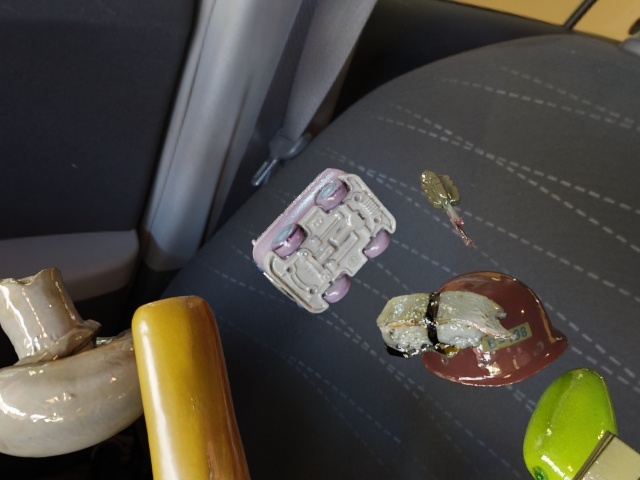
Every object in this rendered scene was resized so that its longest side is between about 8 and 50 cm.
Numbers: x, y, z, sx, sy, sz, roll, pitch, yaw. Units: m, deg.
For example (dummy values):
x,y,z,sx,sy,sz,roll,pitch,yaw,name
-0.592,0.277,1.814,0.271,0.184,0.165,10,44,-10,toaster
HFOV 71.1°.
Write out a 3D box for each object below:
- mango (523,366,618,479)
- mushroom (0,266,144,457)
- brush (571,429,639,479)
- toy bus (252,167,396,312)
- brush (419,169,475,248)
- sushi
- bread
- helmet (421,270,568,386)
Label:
x,y,z,sx,sy,sz,roll,pitch,yaw,name
0.609,0.445,1.066,0.192,0.156,0.343,37,59,10,mango
-0.412,0.185,0.736,0.292,0.292,0.290,-14,87,-42,mushroom
0.340,0.363,0.595,0.047,0.233,0.103,37,4,33,brush
0.000,0.000,0.709,0.142,0.202,0.142,47,-10,-23,toy bus
0.332,-0.080,1.152,0.084,0.071,0.301,13,38,-20,brush
0.230,0.152,0.870,0.109,0.273,0.134,52,59,-17,sushi
-0.131,0.171,0.463,0.092,0.074,0.239,15,49,-52,bread
0.437,0.193,1.188,0.384,0.230,0.337,-16,11,0,helmet
